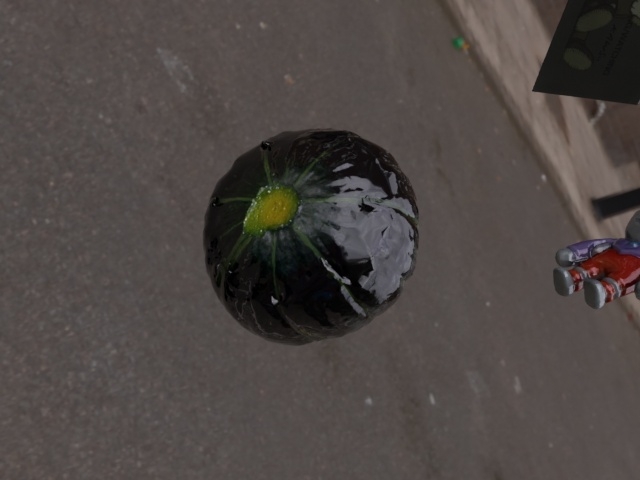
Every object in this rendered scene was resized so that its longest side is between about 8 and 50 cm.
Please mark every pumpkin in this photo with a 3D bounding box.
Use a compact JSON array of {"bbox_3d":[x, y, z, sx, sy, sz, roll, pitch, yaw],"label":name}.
[{"bbox_3d":[0.000,0.000,1.184,0.296,0.295,0.296,46,34,-43],"label":"pumpkin"}]

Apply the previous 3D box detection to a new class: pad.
[{"bbox_3d":[0.314,-0.224,0.933,0.190,0.127,0.004,102,-8,-47],"label":"pad"}]

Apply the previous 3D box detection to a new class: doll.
[{"bbox_3d":[0.286,0.002,0.717,0.227,0.102,0.075,-21,117,-24],"label":"doll"}]
